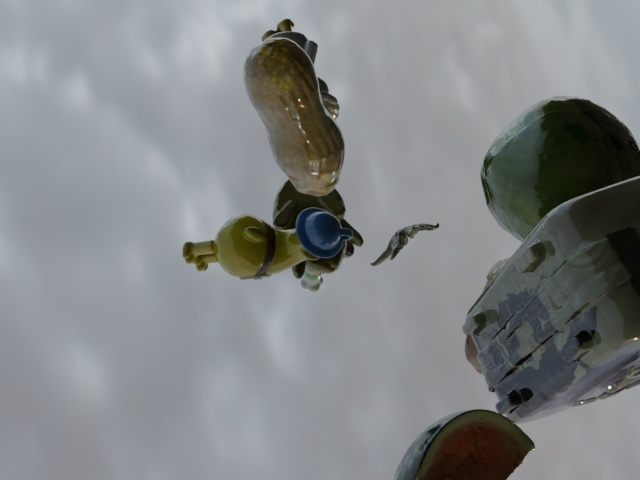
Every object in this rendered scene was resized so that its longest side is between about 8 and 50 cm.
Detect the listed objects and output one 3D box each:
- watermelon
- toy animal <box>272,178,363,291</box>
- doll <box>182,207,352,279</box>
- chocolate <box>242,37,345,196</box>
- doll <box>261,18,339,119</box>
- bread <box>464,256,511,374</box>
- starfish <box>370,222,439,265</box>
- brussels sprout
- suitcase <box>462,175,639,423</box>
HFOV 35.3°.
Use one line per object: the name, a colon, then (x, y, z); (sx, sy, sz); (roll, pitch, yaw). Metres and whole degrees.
watermelon: (0.233, 0.365, 1.761); (0.303, 0.159, 0.128); (-26, -49, -37)
toy animal: (0.003, 0.006, 2.386); (0.180, 0.181, 0.363); (-115, 2, -48)
doll: (-0.105, 0.008, 2.143); (0.199, 0.363, 0.145); (42, -136, -65)
chocolate: (-0.039, -0.208, 1.705); (0.134, 0.134, 0.309); (-77, -27, -46)
doll: (-0.045, -0.303, 1.915); (0.119, 0.138, 0.293); (27, -146, -46)
bread: (0.359, 0.133, 1.873); (0.099, 0.210, 0.235); (26, -109, -18)
starfish: (0.184, 0.008, 2.344); (0.053, 0.176, 0.208); (51, -162, 8)
brussels sprout: (0.348, -0.079, 1.380); (0.271, 0.210, 0.219); (24, -163, -35)
suitcase: (0.351, 0.047, 1.119); (0.339, 0.351, 0.194); (-17, -111, -18)
